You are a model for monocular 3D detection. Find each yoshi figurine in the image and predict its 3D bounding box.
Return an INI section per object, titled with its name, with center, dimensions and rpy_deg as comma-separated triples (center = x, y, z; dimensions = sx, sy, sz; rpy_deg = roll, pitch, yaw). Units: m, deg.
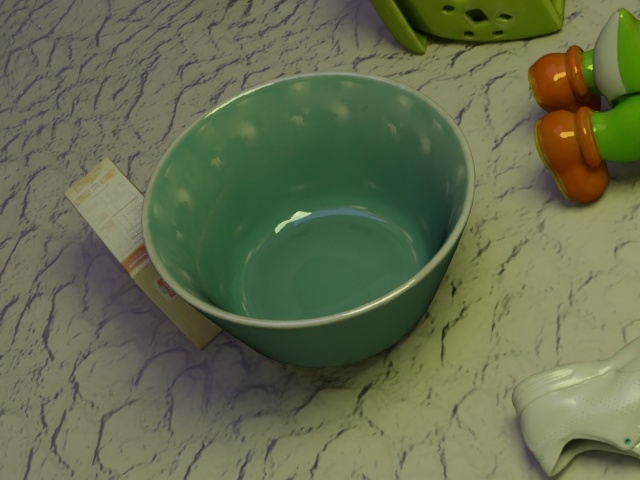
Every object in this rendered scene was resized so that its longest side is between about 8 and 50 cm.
[yoshi figurine]
center = 0.394, -0.154, 1.097
dimensions = 0.362, 0.203, 0.203
rpy_deg = -22, 3, 30

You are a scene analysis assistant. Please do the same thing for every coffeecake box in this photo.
[coffeecake box]
center = -0.181, 0.012, 1.255
dimensions = 0.068, 0.142, 0.185
rpy_deg = -41, 45, -6

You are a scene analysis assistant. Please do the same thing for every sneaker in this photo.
[sneaker]
center = 0.270, 0.133, 0.958
dimensions = 0.212, 0.080, 0.094
rpy_deg = -25, 56, 18

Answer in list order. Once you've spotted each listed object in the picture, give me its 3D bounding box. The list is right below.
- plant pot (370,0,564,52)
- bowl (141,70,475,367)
[plant pot]
center = 0.149, -0.365, 1.348
dimensions = 0.207, 0.228, 0.227
rpy_deg = -12, 48, 28
[bowl]
center = 0.000, 0.000, 1.127
dimensions = 0.312, 0.163, 0.311
rpy_deg = -7, 50, 8
